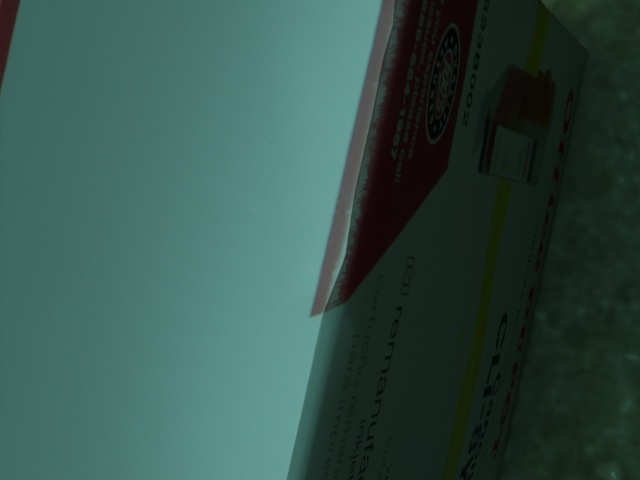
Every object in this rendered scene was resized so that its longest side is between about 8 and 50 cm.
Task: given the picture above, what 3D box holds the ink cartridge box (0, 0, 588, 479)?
[{"bbox_3d":[0.000,0.000,0.640,0.160,0.384,0.279,13,93,18],"label":"ink cartridge box"}]
